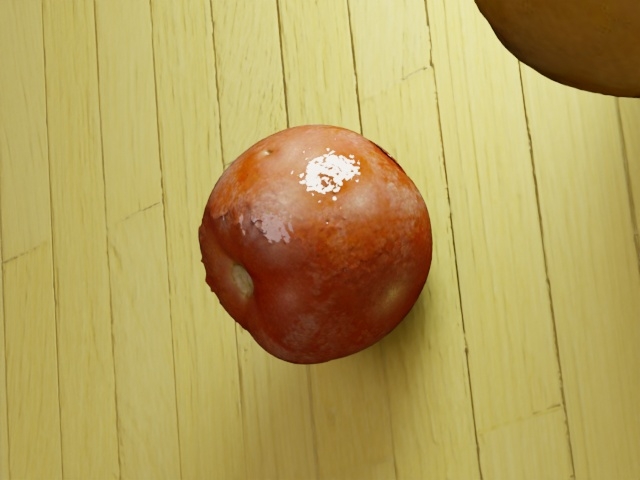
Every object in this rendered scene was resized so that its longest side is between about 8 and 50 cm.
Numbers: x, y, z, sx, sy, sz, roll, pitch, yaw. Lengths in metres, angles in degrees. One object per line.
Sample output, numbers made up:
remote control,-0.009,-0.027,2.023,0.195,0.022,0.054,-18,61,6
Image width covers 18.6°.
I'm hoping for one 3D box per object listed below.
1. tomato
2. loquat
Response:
tomato,0.000,0.000,1.731,0.208,0.184,0.208,42,147,36
loquat,0.237,-0.235,1.476,0.263,0.263,0.263,-14,70,46
